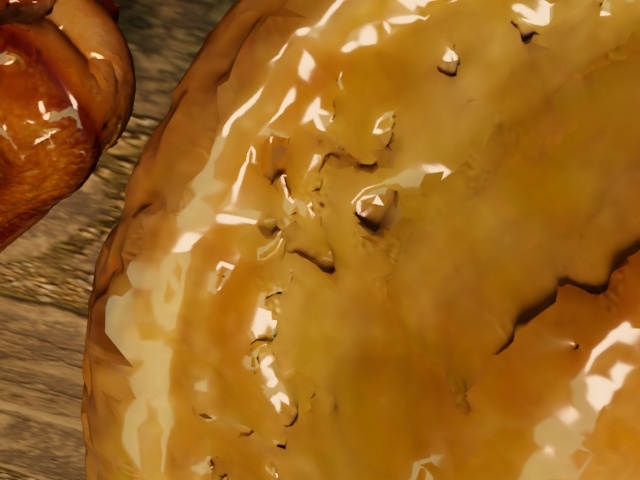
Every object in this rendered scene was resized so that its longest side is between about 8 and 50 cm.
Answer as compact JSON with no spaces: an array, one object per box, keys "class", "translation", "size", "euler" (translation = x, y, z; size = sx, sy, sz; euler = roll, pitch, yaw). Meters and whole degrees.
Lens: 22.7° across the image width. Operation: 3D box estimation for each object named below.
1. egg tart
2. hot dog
[{"class":"egg tart","translation":[0.139,0.050,0.568],"size":[0.443,0.178,0.443],"euler":[-8,123,-13]},{"class":"hot dog","translation":[-0.201,-0.055,0.733],"size":[0.158,0.117,0.349],"euler":[22,155,-20]}]
